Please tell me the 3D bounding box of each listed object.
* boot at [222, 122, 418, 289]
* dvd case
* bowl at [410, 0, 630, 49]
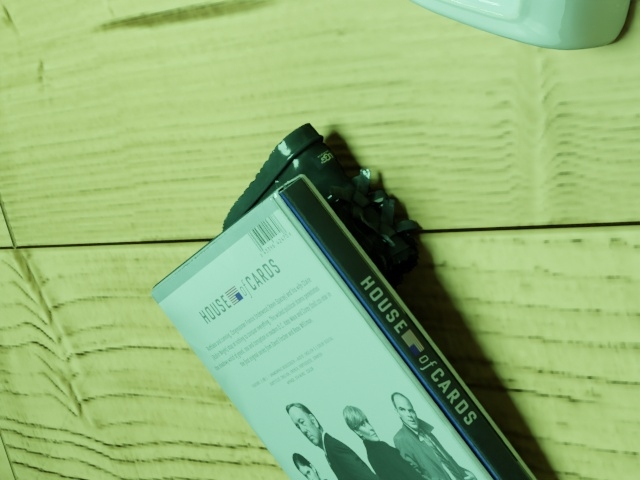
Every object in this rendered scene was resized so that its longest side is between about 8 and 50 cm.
[{"bbox_3d":[0.000,0.000,1.000,0.099,0.045,0.121,50,142,10],"label":"boot"},{"bbox_3d":[0.014,0.092,1.001,0.238,0.029,0.179,54,146,-1],"label":"dvd case"},{"bbox_3d":[0.076,-0.158,0.811,0.142,0.053,0.142,27,130,40],"label":"bowl"}]
